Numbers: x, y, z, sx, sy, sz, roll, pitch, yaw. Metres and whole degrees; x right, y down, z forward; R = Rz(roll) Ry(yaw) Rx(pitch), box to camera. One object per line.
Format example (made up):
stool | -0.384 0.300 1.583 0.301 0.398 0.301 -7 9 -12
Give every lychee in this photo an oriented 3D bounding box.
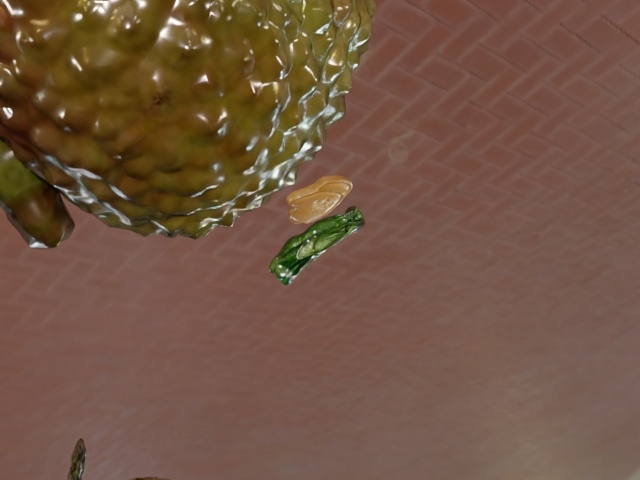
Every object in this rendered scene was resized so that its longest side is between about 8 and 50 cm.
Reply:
lychee | -0.105 -0.129 0.429 0.270 0.270 0.320 13 117 -39

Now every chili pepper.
chili pepper | 0.003 -0.004 1.077 0.182 0.050 0.073 -34 165 -29

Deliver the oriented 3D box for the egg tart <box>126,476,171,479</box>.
egg tart | -0.191 0.428 0.944 0.443 0.178 0.443 14 131 17

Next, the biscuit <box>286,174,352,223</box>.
biscuit | -0.012 -0.072 1.393 0.118 0.023 0.140 -1 148 -39

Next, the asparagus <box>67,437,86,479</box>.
asparagus | -0.390 0.423 1.150 0.027 0.236 0.034 -1 151 14
